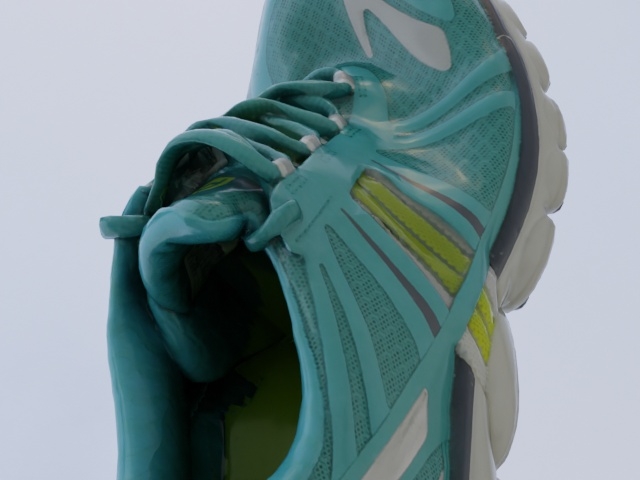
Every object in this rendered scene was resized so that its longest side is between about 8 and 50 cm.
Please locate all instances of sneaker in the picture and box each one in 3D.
[{"bbox_3d":[0.000,0.000,0.398,0.110,0.107,0.275,43,-142,-36],"label":"sneaker"}]
